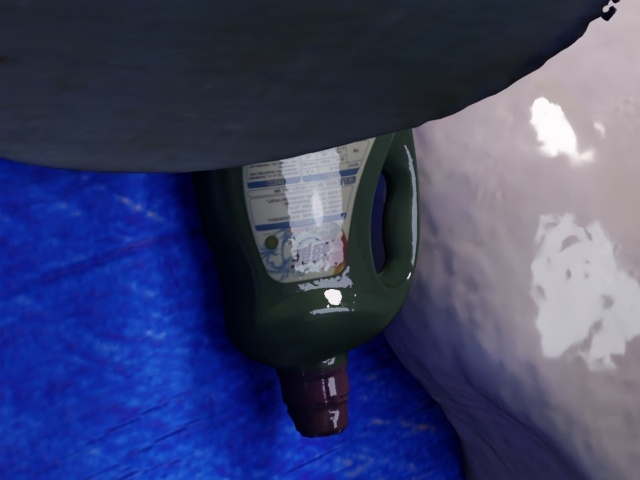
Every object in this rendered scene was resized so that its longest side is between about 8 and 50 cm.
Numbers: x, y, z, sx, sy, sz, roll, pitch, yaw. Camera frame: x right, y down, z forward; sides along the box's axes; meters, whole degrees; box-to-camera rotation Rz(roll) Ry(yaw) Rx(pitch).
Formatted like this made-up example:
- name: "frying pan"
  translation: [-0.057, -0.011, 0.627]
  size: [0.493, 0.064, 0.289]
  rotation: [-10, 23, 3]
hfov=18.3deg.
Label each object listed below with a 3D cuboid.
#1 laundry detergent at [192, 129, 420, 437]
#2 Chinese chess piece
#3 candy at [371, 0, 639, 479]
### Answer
- name: "laundry detergent"
  translation: [0.000, 0.000, 1.143]
  size: [0.144, 0.078, 0.222]
  rotation: [-13, 97, -34]
- name: "Chinese chess piece"
  translation: [-0.036, -0.151, 0.902]
  size: [0.349, 0.349, 0.146]
  rotation: [10, 64, -51]
- name: "candy"
  translation: [0.215, 0.000, 1.348]
  size: [0.427, 0.186, 0.386]
  rotation: [-51, 122, -42]
